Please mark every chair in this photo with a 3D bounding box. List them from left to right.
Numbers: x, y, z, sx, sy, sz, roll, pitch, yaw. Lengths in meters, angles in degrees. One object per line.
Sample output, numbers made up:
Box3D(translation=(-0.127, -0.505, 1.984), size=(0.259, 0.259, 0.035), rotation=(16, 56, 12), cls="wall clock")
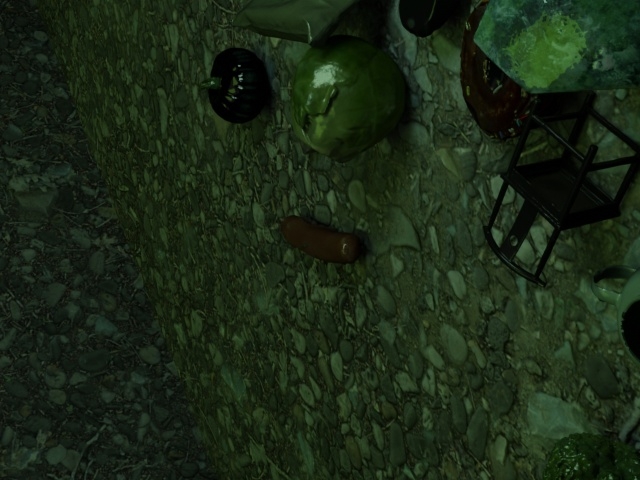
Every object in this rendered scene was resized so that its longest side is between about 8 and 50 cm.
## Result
Box3D(translation=(0.370, -0.077, 1.447), size=(0.154, 0.141, 0.260), rotation=(52, 141, 38), cls="chair")

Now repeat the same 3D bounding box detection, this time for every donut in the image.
Box3D(translation=(0.310, -0.270, 1.500), size=(0.230, 0.096, 0.216), rotation=(-129, 35, -51), cls="donut")

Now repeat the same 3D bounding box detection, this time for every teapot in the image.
Box3D(translation=(0.498, 0.115, 1.314), size=(0.294, 0.130, 0.193), rotation=(41, 135, 46), cls="teapot")

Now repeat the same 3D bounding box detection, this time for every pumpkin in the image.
Box3D(translation=(-0.206, -0.386, 2.345), size=(0.194, 0.150, 0.194), rotation=(-2, 86, 32), cls="pumpkin")

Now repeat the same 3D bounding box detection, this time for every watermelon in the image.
Box3D(translation=(0.407, -0.296, 1.259), size=(0.387, 0.258, 0.228), rotation=(6, 94, 16), cls="watermelon")

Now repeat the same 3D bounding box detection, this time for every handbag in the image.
Box3D(translation=(-0.016, -0.490, 1.876), size=(0.109, 0.253, 0.316), rotation=(50, 166, -33), cls="handbag")

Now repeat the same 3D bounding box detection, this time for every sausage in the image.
Box3D(translation=(0.001, 0.002, 2.202), size=(0.327, 0.079, 0.087), rotation=(18, 128, 59), cls="sausage")

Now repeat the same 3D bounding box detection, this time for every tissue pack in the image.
Box3D(translation=(-0.018, -0.242, 2.177), size=(0.083, 0.035, 0.063), rotation=(-29, 77, 62), cls="tissue pack")

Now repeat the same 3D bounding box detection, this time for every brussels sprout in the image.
Box3D(translation=(0.047, -0.281, 1.847), size=(0.244, 0.244, 0.244), rotation=(33, 129, 52), cls="brussels sprout")

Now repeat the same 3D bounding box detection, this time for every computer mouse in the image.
Box3D(translation=(0.208, -0.460, 1.642), size=(0.122, 0.074, 0.217), rotation=(46, 133, 39), cls="computer mouse")

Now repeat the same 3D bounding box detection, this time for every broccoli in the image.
Box3D(translation=(0.471, 0.456, 1.479), size=(0.254, 0.186, 0.302), rotation=(7, 113, 17), cls="broccoli")
